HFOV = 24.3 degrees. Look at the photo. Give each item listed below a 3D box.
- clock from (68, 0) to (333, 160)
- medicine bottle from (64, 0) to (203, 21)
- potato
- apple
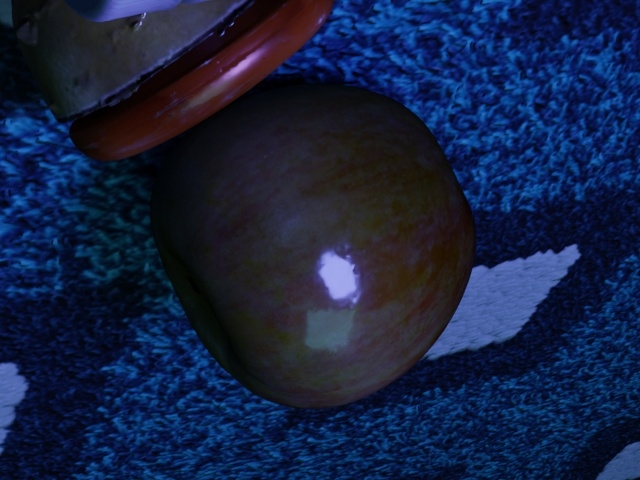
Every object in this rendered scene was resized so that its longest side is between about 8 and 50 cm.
[{"bbox_3d":[-0.082,-0.124,0.998,0.205,0.051,0.205,-32,-165,10],"label":"clock"},{"bbox_3d":[-0.027,-0.251,0.719,0.241,0.252,0.252,-16,151,-21],"label":"medicine bottle"},{"bbox_3d":[-0.115,-0.176,0.923,0.202,0.117,0.182,-34,-163,5],"label":"potato"},{"bbox_3d":[0.000,0.000,1.172,0.234,0.257,0.257,-24,153,-15],"label":"apple"}]
